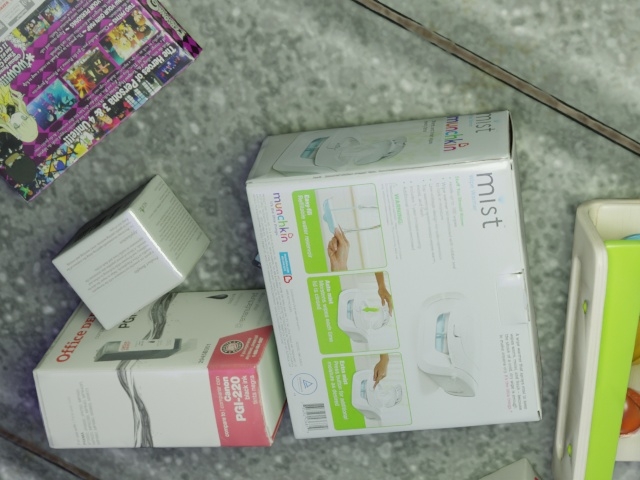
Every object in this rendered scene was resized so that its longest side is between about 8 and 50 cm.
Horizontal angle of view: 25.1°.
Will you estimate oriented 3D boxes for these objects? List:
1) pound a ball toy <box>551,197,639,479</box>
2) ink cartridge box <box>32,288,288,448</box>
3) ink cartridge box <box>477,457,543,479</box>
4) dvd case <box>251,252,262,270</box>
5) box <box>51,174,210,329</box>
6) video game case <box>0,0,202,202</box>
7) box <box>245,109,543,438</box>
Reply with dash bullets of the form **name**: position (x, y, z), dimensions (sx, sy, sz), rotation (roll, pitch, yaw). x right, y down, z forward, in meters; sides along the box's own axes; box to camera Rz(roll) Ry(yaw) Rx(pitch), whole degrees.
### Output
- **pound a ball toy**: position (0.322, 0.124, 1.300), dimensions (0.208, 0.135, 0.319), rotation (-1, 116, -1)
- **ink cartridge box**: position (-0.142, 0.121, 1.366), dimensions (0.218, 0.158, 0.092), rotation (-4, 114, 13)
- **ink cartridge box**: position (0.170, 0.359, 1.370), dimensions (0.168, 0.232, 0.171), rotation (-32, 104, 20)
- **dvd case**: position (0.000, 0.000, 1.366), dimensions (0.087, 0.013, 0.119), rotation (34, 116, -5)
- **box**: position (-0.176, 0.010, 1.356), dimensions (0.101, 0.102, 0.087), rotation (-32, 102, 21)
- **video game case**: position (-0.261, -0.180, 1.321), dimensions (0.232, 0.042, 0.210), rotation (-38, 102, 23)
- **box**: position (0.073, 0.034, 1.291), dimensions (0.231, 0.126, 0.262), rotation (-7, 114, 9)
